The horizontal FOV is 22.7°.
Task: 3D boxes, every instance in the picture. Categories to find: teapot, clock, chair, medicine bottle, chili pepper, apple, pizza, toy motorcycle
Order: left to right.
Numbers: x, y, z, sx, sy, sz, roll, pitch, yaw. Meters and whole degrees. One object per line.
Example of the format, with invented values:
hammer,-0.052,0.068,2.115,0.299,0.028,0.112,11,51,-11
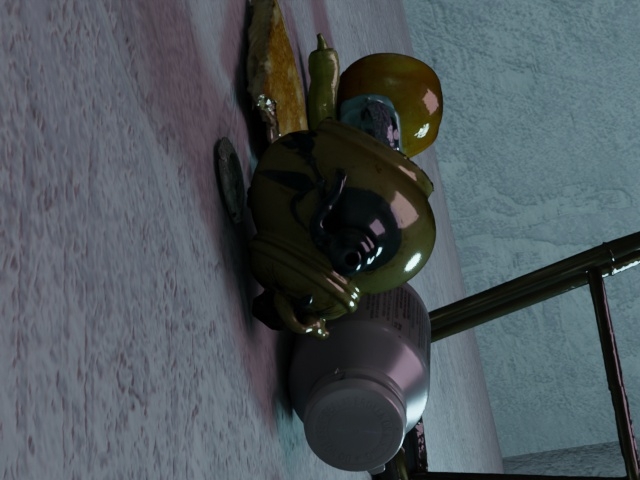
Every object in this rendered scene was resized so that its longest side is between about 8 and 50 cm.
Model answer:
clock,-0.077,-0.054,1.391,0.083,0.010,0.074,-76,154,-71
pizza,-0.046,-0.133,1.600,0.262,0.034,0.181,-85,162,-61
teapot,0.000,0.000,1.415,0.182,0.173,0.269,-59,-166,-10
chili pepper,0.005,-0.149,1.926,0.043,0.049,0.208,15,61,-35
medicine bottle,0.038,0.125,1.524,0.215,0.135,0.135,-81,159,-64
toy motorcycle,0.056,-0.074,1.980,0.198,0.109,0.296,-105,-170,-49
apple,0.099,-0.180,2.218,0.163,0.147,0.146,74,12,-46
chair,0.273,0.197,2.054,0.364,0.410,0.362,26,55,-79
